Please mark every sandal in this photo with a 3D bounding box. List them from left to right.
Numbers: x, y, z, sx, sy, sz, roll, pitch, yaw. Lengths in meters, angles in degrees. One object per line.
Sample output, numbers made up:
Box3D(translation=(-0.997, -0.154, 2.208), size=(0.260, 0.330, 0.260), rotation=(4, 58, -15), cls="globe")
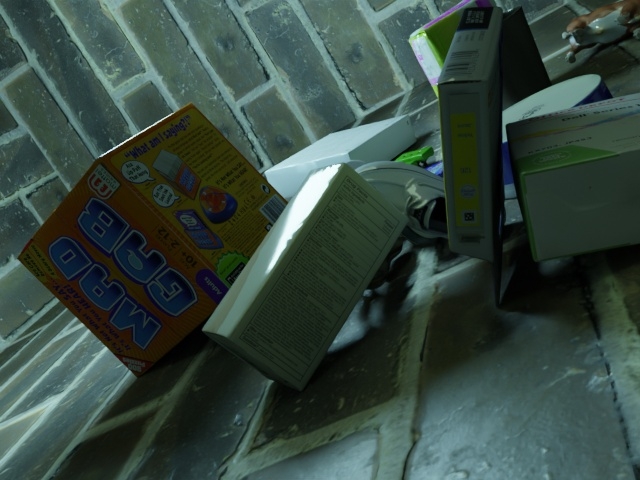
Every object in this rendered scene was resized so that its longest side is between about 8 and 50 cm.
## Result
Box3D(translation=(0.090, 0.045, 1.316), size=(0.090, 0.060, 0.219), rotation=(4, 21, 8), cls="sandal")

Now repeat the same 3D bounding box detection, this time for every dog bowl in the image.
Box3D(translation=(0.398, -0.186, 1.385), size=(0.265, 0.104, 0.265), rotation=(-30, 12, 7), cls="dog bowl")

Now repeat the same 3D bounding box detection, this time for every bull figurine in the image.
Box3D(translation=(0.755, -0.555, 1.962), size=(0.310, 0.101, 0.188), rotation=(-19, 20, 43), cls="bull figurine")

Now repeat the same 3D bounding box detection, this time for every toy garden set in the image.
Box3D(translation=(0.145, -0.133, 1.903), size=(0.244, 0.049, 0.204), rotation=(-40, 17, -30), cls="toy garden set")

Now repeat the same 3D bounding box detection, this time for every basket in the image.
Box3D(translation=(0.449, -0.409, 1.830), size=(0.154, 0.226, 0.204), rotation=(-15, 22, 51), cls="basket")

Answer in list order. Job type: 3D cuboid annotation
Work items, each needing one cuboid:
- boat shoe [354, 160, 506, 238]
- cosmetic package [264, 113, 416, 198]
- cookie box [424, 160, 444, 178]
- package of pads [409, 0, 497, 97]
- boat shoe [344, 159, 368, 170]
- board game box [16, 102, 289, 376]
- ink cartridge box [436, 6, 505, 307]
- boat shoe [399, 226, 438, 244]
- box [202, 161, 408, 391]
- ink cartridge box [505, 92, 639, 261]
Box3D(translation=(0.165, -0.058, 1.220), size=(0.258, 0.095, 0.084), rotation=(11, 30, 7), cls="boat shoe")
Box3D(translation=(0.065, -0.239, 2.202), size=(0.285, 0.097, 0.377), rotation=(-11, 16, 37), cls="cosmetic package")
Box3D(translation=(0.238, -0.130, 1.683), size=(0.107, 0.040, 0.092), rotation=(-22, 16, 34), cls="cookie box")
Box3D(translation=(0.380, -0.439, 1.945), size=(0.229, 0.296, 0.101), rotation=(-35, 15, -15), cls="package of pads")
Box3D(translation=(0.055, -0.026, 1.528), size=(0.108, 0.102, 0.301), rotation=(8, 47, -4), cls="boat shoe")
Box3D(translation=(-0.333, -0.008, 1.659), size=(0.356, 0.356, 0.356), rotation=(-40, 6, 33), cls="board game box")
Box3D(translation=(0.211, -0.121, 1.040), size=(0.072, 0.307, 0.303), rotation=(2, 31, 14), cls="ink cartridge box")
Box3D(translation=(0.161, -0.041, 1.431), size=(0.099, 0.116, 0.319), rotation=(-52, 8, 17), cls="boat shoe")
Box3D(translation=(-0.020, 0.049, 1.155), size=(0.311, 0.148, 0.121), rotation=(-55, 21, -17), cls="box")
Box3D(translation=(0.360, -0.104, 1.032), size=(0.207, 0.119, 0.353), rotation=(-12, 17, 13), cls="ink cartridge box")
